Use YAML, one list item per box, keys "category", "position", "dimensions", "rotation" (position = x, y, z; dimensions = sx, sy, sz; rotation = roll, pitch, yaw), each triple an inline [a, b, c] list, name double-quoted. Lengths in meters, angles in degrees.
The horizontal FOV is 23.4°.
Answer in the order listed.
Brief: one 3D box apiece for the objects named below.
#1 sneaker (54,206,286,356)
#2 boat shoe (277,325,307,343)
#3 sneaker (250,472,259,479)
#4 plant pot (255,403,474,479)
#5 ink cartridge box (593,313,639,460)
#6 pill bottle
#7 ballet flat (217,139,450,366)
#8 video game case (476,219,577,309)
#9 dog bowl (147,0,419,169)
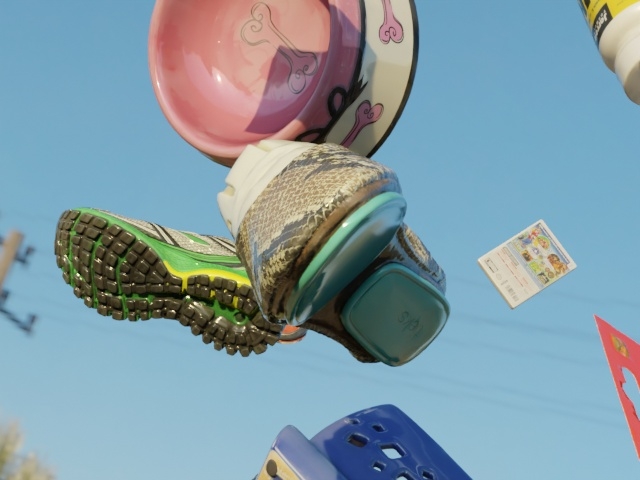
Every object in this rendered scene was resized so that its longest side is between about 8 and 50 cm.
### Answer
- category: "sneaker"
  position: [-0.197, 0.045, 2.072]
  dimensions: [0.343, 0.146, 0.134]
  rotation: [23, -65, 6]
- category: "boat shoe"
  position: [-0.028, 0.113, 2.328]
  dimensions: [0.049, 0.137, 0.043]
  rotation: [27, -54, 25]
- category: "sneaker"
  position: [-0.073, 0.350, 2.031]
  dimensions: [0.073, 0.063, 0.162]
  rotation: [42, -27, 0]
- category: "plant pot"
  position: [0.036, 0.344, 1.743]
  dimensions: [0.212, 0.236, 0.236]
  rotation: [4, 29, -44]
- category: "ink cartridge box"
  position: [0.346, 0.162, 1.317]
  dimensions: [0.066, 0.189, 0.232]
  rotation: [-39, -59, 22]
- category: "pill bottle"
  position: [0.354, -0.255, 1.719]
  dimensions: [0.119, 0.208, 0.119]
  rotation: [-8, -39, -6]
- category: "ballet flat"
  position: [0.000, 0.000, 1.405]
  dimensions: [0.182, 0.164, 0.483]
  rotation: [45, 0, 19]
- category: "video game case"
  position: [0.296, 0.034, 2.216]
  dimensions: [0.087, 0.122, 0.011]
  rotation: [54, -21, 12]
- category: "dog bowl"
  position: [-0.071, -0.274, 2.170]
  dimensions: [0.408, 0.408, 0.150]
  rotation: [1, -3, 35]
